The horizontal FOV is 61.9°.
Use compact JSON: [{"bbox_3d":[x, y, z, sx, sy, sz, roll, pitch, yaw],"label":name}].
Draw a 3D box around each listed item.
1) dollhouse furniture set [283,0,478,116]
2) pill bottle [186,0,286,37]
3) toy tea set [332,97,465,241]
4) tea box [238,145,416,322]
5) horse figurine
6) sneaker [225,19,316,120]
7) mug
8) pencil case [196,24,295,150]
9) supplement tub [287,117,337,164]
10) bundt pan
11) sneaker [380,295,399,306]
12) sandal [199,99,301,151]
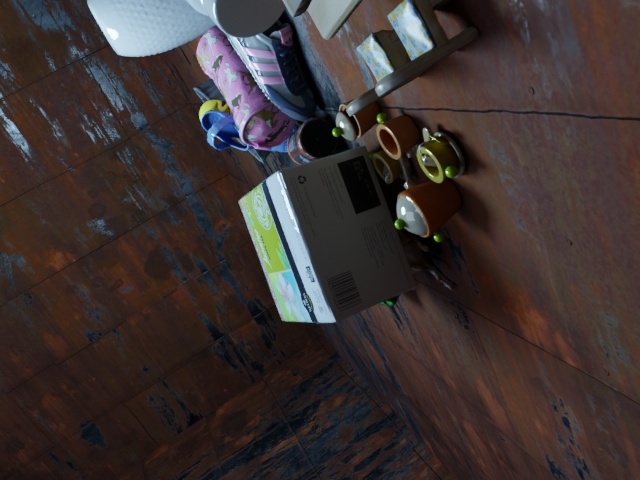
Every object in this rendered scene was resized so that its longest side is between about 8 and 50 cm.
[{"bbox_3d":[0.004,-0.345,0.637,0.362,0.256,0.394,59,168,-9],"label":"dollhouse furniture set"},{"bbox_3d":[-0.225,-0.587,1.072,0.361,0.204,0.204,53,168,23],"label":"pill bottle"},{"bbox_3d":[0.127,-0.140,1.002,0.336,0.124,0.200,46,164,45],"label":"toy tea set"},{"bbox_3d":[0.000,0.000,1.229,0.323,0.220,0.329,-20,91,66],"label":"tea box"},{"bbox_3d":[0.211,0.018,1.226,0.174,0.066,0.263,29,151,57],"label":"horse figurine"},{"bbox_3d":[-0.096,-0.427,1.244,0.131,0.112,0.319,-18,119,47],"label":"sneaker"},{"bbox_3d":[-0.528,-0.750,1.590,0.276,0.328,0.374,38,158,58],"label":"mug"},{"bbox_3d":[-0.205,-0.418,1.443,0.386,0.160,0.167,59,174,31],"label":"pencil case"},{"bbox_3d":[-0.029,-0.251,1.399,0.106,0.106,0.198,59,168,-9],"label":"supplement tub"},{"bbox_3d":[-0.257,-0.414,1.755,0.331,0.124,0.331,46,177,3],"label":"bundt pan"},{"bbox_3d":[0.153,0.040,1.450,0.146,0.134,0.343,17,141,33],"label":"sneaker"},{"bbox_3d":[-0.199,-0.301,1.533,0.138,0.317,0.126,-87,6,-45],"label":"sandal"}]
